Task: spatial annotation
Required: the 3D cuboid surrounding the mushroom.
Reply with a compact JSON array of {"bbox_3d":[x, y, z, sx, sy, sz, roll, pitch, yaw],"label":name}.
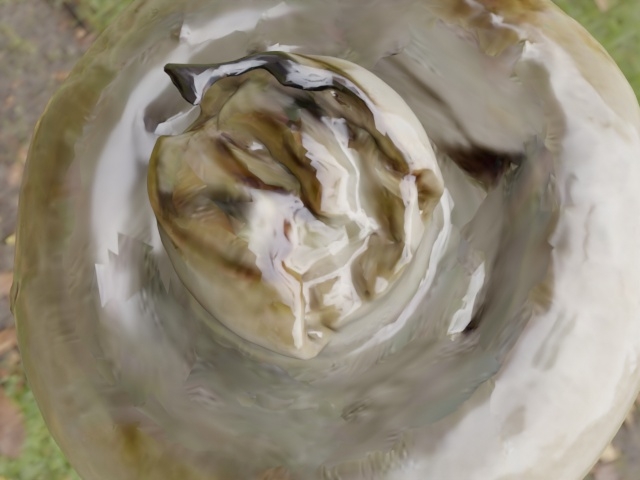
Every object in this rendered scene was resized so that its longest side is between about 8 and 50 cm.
[{"bbox_3d":[0.000,0.000,1.007,0.294,0.362,0.362,50,27,-70],"label":"mushroom"}]
